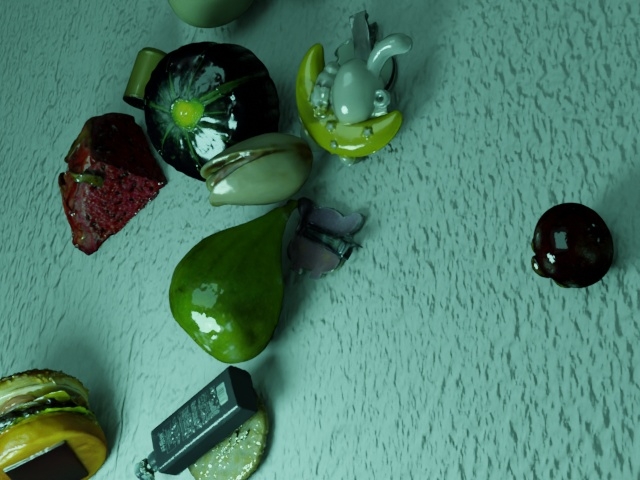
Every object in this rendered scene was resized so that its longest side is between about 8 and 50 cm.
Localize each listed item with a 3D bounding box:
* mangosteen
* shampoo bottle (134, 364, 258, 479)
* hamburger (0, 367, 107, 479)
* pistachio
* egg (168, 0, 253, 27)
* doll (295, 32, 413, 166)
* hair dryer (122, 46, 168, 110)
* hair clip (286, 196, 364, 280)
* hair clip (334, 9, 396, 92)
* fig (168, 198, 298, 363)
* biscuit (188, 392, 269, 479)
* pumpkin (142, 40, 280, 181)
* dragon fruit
[{"bbox_3d":[0.369,0.014,1.353,0.140,0.140,0.140,-15,64,34],"label":"mangosteen"},{"bbox_3d":[-0.246,0.361,1.694,0.309,0.071,0.098,-40,48,23],"label":"shampoo bottle"},{"bbox_3d":[-0.600,0.400,1.870,0.291,0.291,0.225,-44,52,17],"label":"hamburger"},{"bbox_3d":[-0.118,-0.134,1.713,0.215,0.144,0.144,-18,56,-7],"label":"pistachio"},{"bbox_3d":[-0.235,-0.602,2.007,0.269,0.219,0.219,-57,46,29],"label":"egg"},{"bbox_3d":[0.058,-0.265,1.680,0.237,0.111,0.252,14,105,37],"label":"doll"},{"bbox_3d":[-0.332,-0.374,2.096,0.278,0.090,0.135,8,76,34],"label":"hair dryer"},{"bbox_3d":[0.006,0.003,1.694,0.187,0.056,0.146,18,85,50],"label":"hair clip"},{"bbox_3d":[0.082,-0.339,1.763,0.140,0.054,0.220,-11,69,31],"label":"hair clip"},{"bbox_3d":[-0.147,0.085,1.708,0.233,0.233,0.314,3,35,40],"label":"fig"},{"bbox_3d":[-0.183,0.368,1.707,0.219,0.033,0.220,-18,60,35],"label":"biscuit"},{"bbox_3d":[-0.212,-0.268,1.871,0.295,0.295,0.296,-15,64,34],"label":"pumpkin"},{"bbox_3d":[-0.495,-0.102,2.070,0.240,0.302,0.330,27,109,11],"label":"dragon fruit"}]
